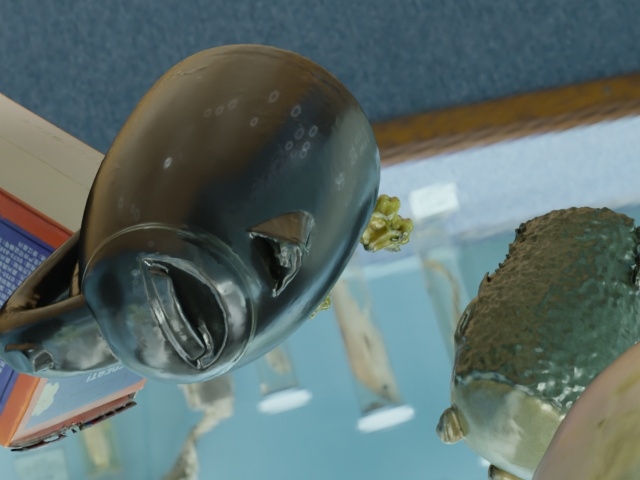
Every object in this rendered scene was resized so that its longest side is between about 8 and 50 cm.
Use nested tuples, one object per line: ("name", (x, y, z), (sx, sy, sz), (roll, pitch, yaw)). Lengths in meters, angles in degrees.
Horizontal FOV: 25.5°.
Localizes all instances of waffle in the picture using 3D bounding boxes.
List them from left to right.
("waffle", (-0.001, 0.002, 1.456), (0.194, 0.149, 0.051), (-56, 180, 40))

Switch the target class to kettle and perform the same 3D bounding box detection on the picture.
("kettle", (-0.107, 0.008, 1.051), (0.268, 0.207, 0.290), (-19, -158, 22))

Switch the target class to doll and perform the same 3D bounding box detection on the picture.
("doll", (0.264, 0.117, 1.649), (0.247, 0.350, 0.247), (19, 151, 11))

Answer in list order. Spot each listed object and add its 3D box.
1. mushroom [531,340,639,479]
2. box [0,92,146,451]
("mushroom", (0.323, 0.227, 1.080), (0.353, 0.353, 0.325), (-18, 161, 4))
("box", (-0.359, 0.021, 1.582), (0.257, 0.348, 0.318), (-63, 167, 13))
